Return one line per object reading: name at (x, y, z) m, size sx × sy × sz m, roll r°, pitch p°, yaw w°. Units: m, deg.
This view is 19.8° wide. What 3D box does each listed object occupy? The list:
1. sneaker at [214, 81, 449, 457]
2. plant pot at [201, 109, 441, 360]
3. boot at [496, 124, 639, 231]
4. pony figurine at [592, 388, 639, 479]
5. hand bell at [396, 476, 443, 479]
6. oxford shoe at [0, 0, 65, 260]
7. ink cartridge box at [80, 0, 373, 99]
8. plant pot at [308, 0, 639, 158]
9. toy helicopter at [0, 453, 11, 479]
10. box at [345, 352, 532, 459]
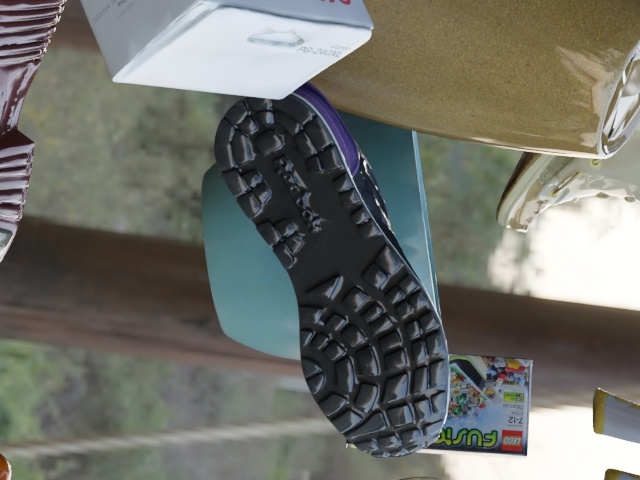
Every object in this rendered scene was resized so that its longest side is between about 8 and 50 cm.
sneaker at (0.028, 0.012, 1.318) m, size 0.124 × 0.107 × 0.283 m, roll -48°, pitch 118°, yaw -71°
plant pot at (0.000, 0.000, 1.979) m, size 0.293 × 0.235 × 0.293 m, roll -8°, pitch 90°, yaw -86°
boot at (0.295, -0.055, 1.743) m, size 0.095 × 0.203 × 0.262 m, roll -63°, pitch -178°, yaw -38°
pony figurine at (0.414, 0.230, 1.526) m, size 0.351 × 0.363 × 0.303 m, roll -70°, pitch 163°, yaw -73°
hand bell at (0.091, 0.313, 1.393) m, size 0.126 × 0.126 × 0.242 m, roll 93°, pitch -21°, yaw -48°
oxford shoe at (-0.274, -0.150, 1.340) m, size 0.123 × 0.130 × 0.348 m, roll -8°, pitch 113°, yaw -68°
ink cartridge box at (-0.056, -0.138, 0.762) m, size 0.109 × 0.063 × 0.150 m, roll 1°, pitch 61°, yaw -51°
plant pot at (0.127, -0.166, 1.386) m, size 0.237 × 0.254 × 0.237 m, roll -47°, pitch 154°, yaw -31°
toy helicopter at (-0.389, 0.191, 1.673) m, size 0.140 × 0.235 × 0.355 m, roll 158°, pitch -76°, yaw -68°
box at (0.135, 0.186, 2.092) m, size 0.036 × 0.207 × 0.114 m, roll 94°, pitch -1°, yaw -77°
